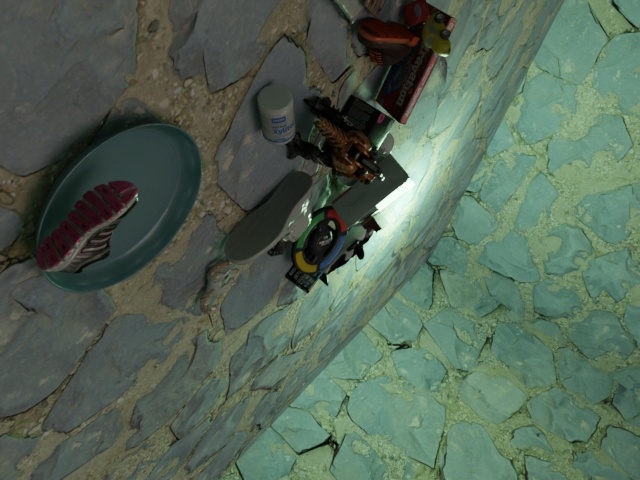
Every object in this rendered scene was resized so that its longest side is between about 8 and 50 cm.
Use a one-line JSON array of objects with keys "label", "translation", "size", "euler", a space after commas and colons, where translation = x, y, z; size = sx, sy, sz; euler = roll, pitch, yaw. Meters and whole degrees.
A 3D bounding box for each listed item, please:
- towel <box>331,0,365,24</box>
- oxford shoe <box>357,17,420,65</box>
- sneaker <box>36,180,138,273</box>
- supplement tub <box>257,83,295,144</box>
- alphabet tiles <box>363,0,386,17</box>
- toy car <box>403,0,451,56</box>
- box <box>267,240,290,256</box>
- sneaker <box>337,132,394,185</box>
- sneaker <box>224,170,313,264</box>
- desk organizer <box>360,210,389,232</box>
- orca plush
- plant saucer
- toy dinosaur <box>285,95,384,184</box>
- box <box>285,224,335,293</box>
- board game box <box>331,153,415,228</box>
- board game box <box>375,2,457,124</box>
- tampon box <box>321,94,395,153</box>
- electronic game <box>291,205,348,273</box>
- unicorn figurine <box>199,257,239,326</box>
[{"label": "towel", "translation": [0.086, -0.577, 0.966], "size": [0.312, 0.056, 0.324], "euler": [-58, 161, 10]}, {"label": "oxford shoe", "translation": [0.151, -0.451, 1.290], "size": [0.271, 0.097, 0.098], "euler": [-25, 151, -56]}, {"label": "sneaker", "translation": [-0.325, -0.015, 0.797], "size": [0.170, 0.063, 0.075], "euler": [-47, 161, -7]}, {"label": "supplement tub", "translation": [-0.086, -0.247, 1.095], "size": [0.071, 0.071, 0.107], "euler": [-48, 161, -20]}, {"label": "alphabet tiles", "translation": [0.183, -0.615, 1.092], "size": [0.343, 0.011, 0.285], "euler": [-61, 175, 19]}, {"label": "toy car", "translation": [0.232, -0.556, 1.253], "size": [0.053, 0.239, 0.225], "euler": [-15, 134, -2]}, {"label": "box", "translation": [-0.110, 0.004, 1.558], "size": [0.083, 0.018, 0.067], "euler": [-60, 161, 17]}, {"label": "sneaker", "translation": [0.153, -0.248, 1.599], "size": [0.232, 0.090, 0.115], "euler": [-46, -174, -29]}, {"label": "sneaker", "translation": [-0.113, -0.019, 1.374], "size": [0.292, 0.108, 0.169], "euler": [-48, 158, -23]}, {"label": "desk organizer", "translation": [0.168, -0.052, 1.690], "size": [0.047, 0.050, 0.130], "euler": [-39, 175, 20]}, {"label": "orca plush", "translation": [0.113, 0.050, 1.966], "size": [0.287, 0.102, 0.151], "euler": [-54, -164, -3]}, {"label": "plant saucer", "translation": [-0.322, -0.056, 0.894], "size": [0.317, 0.043, 0.318], "euler": [-46, 159, -23]}, {"label": "toy dinosaur", "translation": [0.050, -0.220, 1.245], "size": [0.164, 0.218, 0.322], "euler": [-48, 160, -17]}, {"label": "box", "translation": [-0.015, 0.064, 1.848], "size": [0.220, 0.051, 0.175], "euler": [-53, 161, -5]}, {"label": "board game box", "translation": [0.168, -0.145, 1.687], "size": [0.224, 0.098, 0.303], "euler": [-38, 174, 11]}, {"label": "board game box", "translation": [0.241, -0.459, 1.430], "size": [0.027, 0.145, 0.282], "euler": [6, 123, -32]}, {"label": "tampon box", "translation": [0.100, -0.278, 1.448], "size": [0.161, 0.101, 0.120], "euler": [-60, 161, 16]}, {"label": "electronic game", "translation": [0.000, 0.000, 1.694], "size": [0.229, 0.048, 0.230], "euler": [-28, 135, -33]}, {"label": "unicorn figurine", "translation": [-0.253, 0.111, 1.351], "size": [0.111, 0.060, 0.162], "euler": [-37, 139, -41]}]
